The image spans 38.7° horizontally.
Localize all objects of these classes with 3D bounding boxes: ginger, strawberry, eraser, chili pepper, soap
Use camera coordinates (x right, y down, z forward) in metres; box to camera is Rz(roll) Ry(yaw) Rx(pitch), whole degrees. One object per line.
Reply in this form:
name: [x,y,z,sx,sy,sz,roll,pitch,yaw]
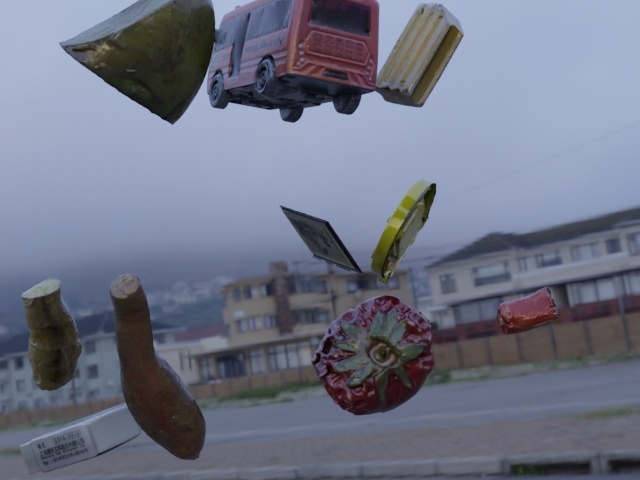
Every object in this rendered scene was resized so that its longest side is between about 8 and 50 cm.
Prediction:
ginger: [-0.629,0.224,2.137,0.117,0.262,0.109,2,17,24]
strawberry: [0.141,0.320,2.375,0.295,0.317,0.345,22,-19,12]
eraser: [-0.524,0.434,1.978,0.279,0.081,0.124,-24,-4,39]
chili pepper: [0.422,0.147,1.873,0.123,0.073,0.070,-19,13,7]
soap: [0.222,-0.412,2.009,0.073,0.232,0.140,34,-7,-38]

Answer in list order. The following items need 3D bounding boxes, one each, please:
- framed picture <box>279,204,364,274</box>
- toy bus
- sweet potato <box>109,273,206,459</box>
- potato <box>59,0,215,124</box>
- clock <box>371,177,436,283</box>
framed picture: [0.000,0.000,2.218,0.199,0.010,0.195,20,-27,47]
toy bus: [-0.067,-0.369,1.794,0.203,0.232,0.427,7,0,-28]
sweet potato: [-0.277,0.223,1.477,0.109,0.385,0.109,-12,34,8]
potato: [-0.280,-0.366,1.627,0.112,0.255,0.269,35,2,44]
clock: [0.205,-0.036,2.343,0.071,0.277,0.293,30,-23,13]
